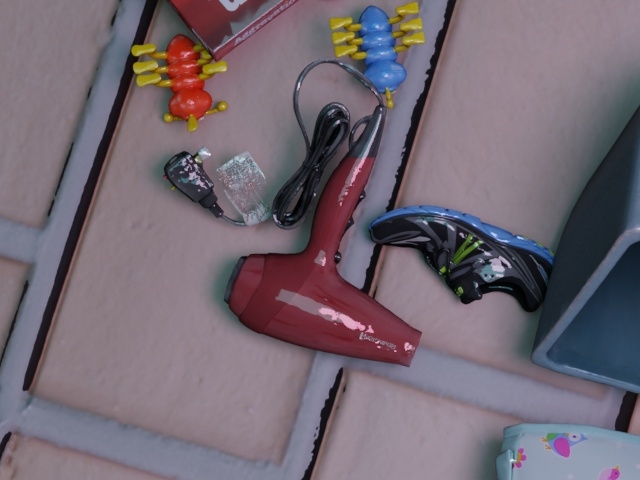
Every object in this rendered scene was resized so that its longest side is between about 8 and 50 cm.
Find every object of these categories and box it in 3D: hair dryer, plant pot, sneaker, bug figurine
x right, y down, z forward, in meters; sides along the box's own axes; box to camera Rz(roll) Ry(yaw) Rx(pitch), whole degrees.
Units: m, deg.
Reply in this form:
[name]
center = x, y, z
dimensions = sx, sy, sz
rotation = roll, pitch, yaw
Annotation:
[hair dryer]
center = 0.000, 0.000, 1.401
dimensions = 0.223, 0.080, 0.293
rotation = -28, 98, 18
[plant pot]
center = 0.355, -0.017, 1.353
dimensions = 0.248, 0.247, 0.252
rotation = 15, 57, -5
[sneaker]
center = 0.136, 0.018, 1.437
dimensions = 0.188, 0.067, 0.078
rotation = 19, 77, -2
[bug figurine]
center = -0.043, -0.218, 1.459
dimensions = 0.279, 0.072, 0.216
rotation = -7, 78, 3

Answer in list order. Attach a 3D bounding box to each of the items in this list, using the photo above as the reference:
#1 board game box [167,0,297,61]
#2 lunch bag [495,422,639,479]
[board game box]
center = -0.032, -0.309, 1.427
dimensions = 0.281, 0.027, 0.145
rotation = -38, 78, -5
[lunch bag]
center = 0.275, 0.291, 1.343
dimensions = 0.262, 0.160, 0.223
rotation = 12, 66, -5
